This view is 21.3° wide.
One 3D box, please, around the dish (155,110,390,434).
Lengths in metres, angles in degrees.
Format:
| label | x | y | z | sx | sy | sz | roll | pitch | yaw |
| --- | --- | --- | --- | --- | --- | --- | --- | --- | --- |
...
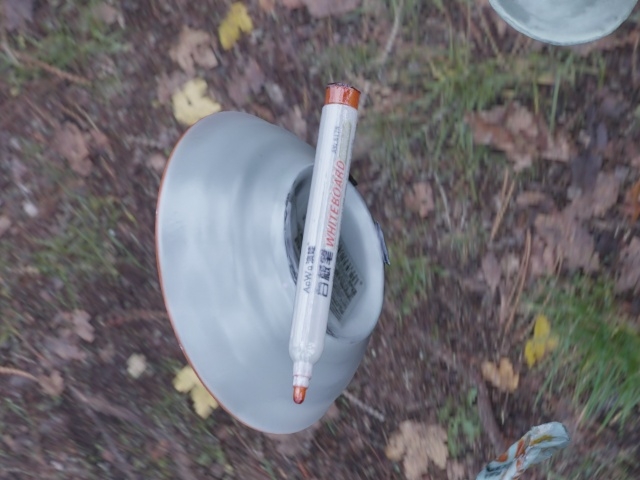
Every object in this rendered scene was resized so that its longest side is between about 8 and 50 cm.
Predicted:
| label | x | y | z | sx | sy | sz | roll | pitch | yaw |
| --- | --- | --- | --- | --- | --- | --- | --- | --- | --- |
| dish | -0.015 | 0.016 | 1.325 | 0.085 | 0.260 | 0.260 | -13 | 73 | 32 |

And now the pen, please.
| label | x | y | z | sx | sy | sz | roll | pitch | yaw |
| --- | --- | --- | --- | --- | --- | --- | --- | --- | --- |
| pen | 0.000 | 0.000 | 1.105 | 0.026 | 0.026 | 0.218 | 6 | 72 | 7 |

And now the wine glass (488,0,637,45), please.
| label | x | y | z | sx | sy | sz | roll | pitch | yaw |
| --- | --- | --- | --- | --- | --- | --- | --- | --- | --- |
| wine glass | 0.117 | -0.112 | 0.562 | 0.079 | 0.195 | 0.079 | 0 | 91 | -16 |

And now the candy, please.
| label | x | y | z | sx | sy | sz | roll | pitch | yaw |
| --- | --- | --- | --- | --- | --- | --- | --- | --- | --- |
| candy | 0.053 | 0.151 | 0.798 | 0.046 | 0.053 | 0.182 | 42 | 87 | -25 |
